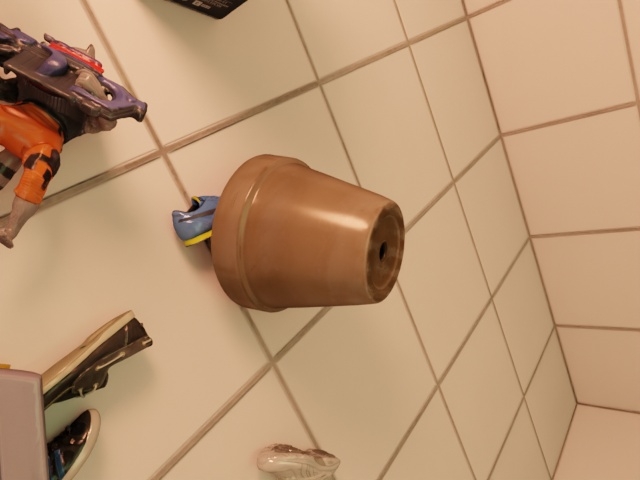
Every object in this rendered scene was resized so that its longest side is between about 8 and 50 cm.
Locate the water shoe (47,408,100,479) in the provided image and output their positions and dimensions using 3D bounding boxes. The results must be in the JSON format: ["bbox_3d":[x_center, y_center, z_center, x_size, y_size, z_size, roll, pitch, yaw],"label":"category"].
[{"bbox_3d":[-0.404,0.329,0.662,0.080,0.072,0.203,48,54,-28],"label":"water shoe"}]

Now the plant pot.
[{"bbox_3d":[0.000,0.000,0.896,0.323,0.280,0.324,-22,116,-56],"label":"plant pot"}]

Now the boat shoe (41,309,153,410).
[{"bbox_3d":[-0.364,0.206,0.706,0.233,0.084,0.079,-43,111,-41],"label":"boat shoe"}]

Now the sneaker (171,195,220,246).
[{"bbox_3d":[-0.199,-0.065,0.915,0.209,0.069,0.082,-34,106,-42],"label":"sneaker"}]

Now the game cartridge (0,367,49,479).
[{"bbox_3d":[-0.493,0.258,0.542,0.297,0.062,0.198,-4,85,-28],"label":"game cartridge"}]

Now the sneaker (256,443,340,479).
[{"bbox_3d":[-0.048,0.510,0.994,0.232,0.090,0.116,30,68,-38],"label":"sneaker"}]

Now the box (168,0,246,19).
[{"bbox_3d":[-0.157,-0.624,0.783,0.211,0.395,0.294,-2,87,-45],"label":"box"}]

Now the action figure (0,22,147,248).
[{"bbox_3d":[-0.450,-0.191,0.653,0.341,0.178,0.330,33,53,-8],"label":"action figure"}]

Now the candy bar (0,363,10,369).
[{"bbox_3d":[-0.473,0.251,0.638,0.040,0.018,0.162,19,71,-42],"label":"candy bar"}]
